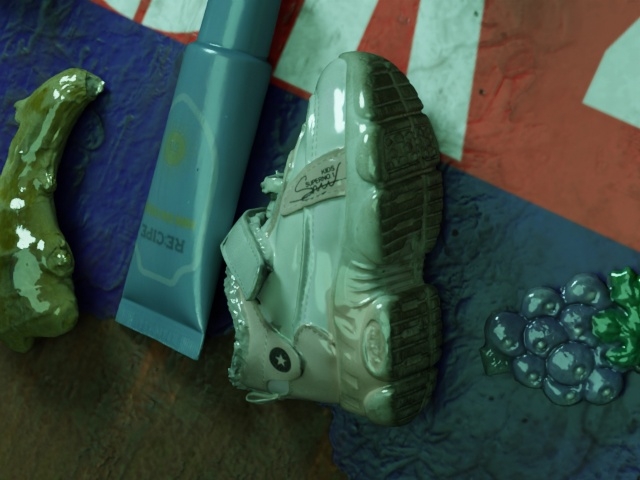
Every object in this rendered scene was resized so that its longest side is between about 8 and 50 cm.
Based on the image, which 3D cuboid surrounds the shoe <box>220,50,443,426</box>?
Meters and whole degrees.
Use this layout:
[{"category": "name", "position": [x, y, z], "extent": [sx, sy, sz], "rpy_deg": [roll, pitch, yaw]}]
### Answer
[{"category": "shoe", "position": [-0.001, -0.001, 1.749], "extent": [0.198, 0.172, 0.350], "rpy_deg": [-2, 86, 22]}]

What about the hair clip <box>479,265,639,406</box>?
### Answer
[{"category": "hair clip", "position": [0.247, 0.094, 1.745], "extent": [0.195, 0.052, 0.124], "rpy_deg": [-16, 94, 8]}]

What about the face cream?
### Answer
[{"category": "face cream", "position": [-0.114, -0.085, 1.827], "extent": [0.136, 0.086, 0.385], "rpy_deg": [21, 98, 45]}]

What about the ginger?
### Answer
[{"category": "ginger", "position": [-0.280, -0.032, 1.881], "extent": [0.131, 0.086, 0.294], "rpy_deg": [11, 88, 38]}]
